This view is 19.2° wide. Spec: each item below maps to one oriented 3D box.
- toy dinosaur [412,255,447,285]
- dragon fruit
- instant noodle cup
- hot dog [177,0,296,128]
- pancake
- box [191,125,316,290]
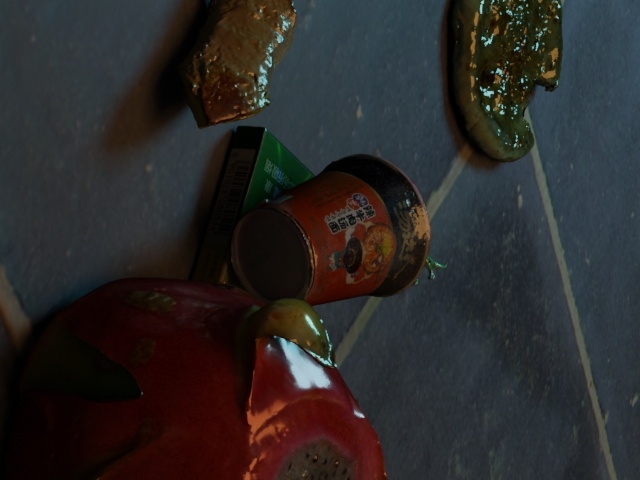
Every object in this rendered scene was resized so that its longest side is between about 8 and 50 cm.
[{"bbox_3d":[0.095,0.011,1.861,0.083,0.021,0.062,-31,108,-54],"label":"toy dinosaur"},{"bbox_3d":[-0.077,0.169,1.372,0.290,0.189,0.291,-10,103,-47],"label":"dragon fruit"},{"bbox_3d":[0.002,0.001,1.534,0.135,0.127,0.127,-18,110,-50],"label":"instant noodle cup"},{"bbox_3d":[-0.068,-0.144,1.498,0.078,0.061,0.169,31,57,-12],"label":"hot dog"},{"bbox_3d":[0.201,-0.206,1.998,0.253,0.037,0.254,-18,111,-59],"label":"pancake"},{"bbox_3d":[-0.059,0.037,1.574,0.132,0.034,0.235,43,57,-54],"label":"box"}]
